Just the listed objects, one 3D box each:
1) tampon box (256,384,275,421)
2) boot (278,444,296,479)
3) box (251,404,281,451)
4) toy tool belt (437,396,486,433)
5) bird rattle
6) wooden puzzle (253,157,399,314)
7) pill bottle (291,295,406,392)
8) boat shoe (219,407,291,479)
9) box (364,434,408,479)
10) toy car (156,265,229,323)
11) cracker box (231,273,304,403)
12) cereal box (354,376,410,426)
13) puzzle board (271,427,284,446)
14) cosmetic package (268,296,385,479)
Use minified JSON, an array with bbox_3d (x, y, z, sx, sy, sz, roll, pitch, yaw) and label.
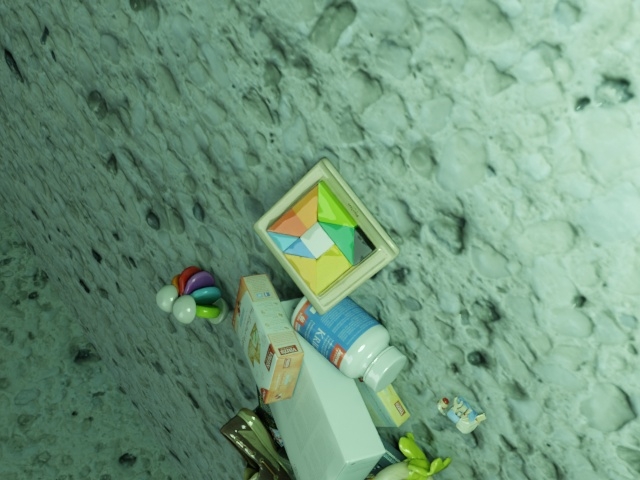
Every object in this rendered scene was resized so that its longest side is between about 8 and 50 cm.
[{"bbox_3d":[-0.060,0.395,1.842,0.161,0.120,0.101,33,142,33],"label":"tampon box"},{"bbox_3d":[-0.016,0.626,1.906,0.190,0.076,0.208,18,131,47],"label":"boot"},{"bbox_3d":[-0.046,0.554,2.022,0.322,0.079,0.257,51,151,8],"label":"box"},{"bbox_3d":[0.263,0.314,1.390,0.083,0.052,0.051,44,117,13],"label":"toy tool belt"},{"bbox_3d":[0.188,0.543,1.578,0.143,0.207,0.253,-145,41,-62],"label":"bird rattle"},{"bbox_3d":[0.000,0.000,1.376,0.221,0.044,0.239,52,126,5],"label":"wooden puzzle"},{"bbox_3d":[0.058,0.193,1.477,0.221,0.124,0.124,39,146,26],"label":"pill bottle"},{"bbox_3d":[-0.162,0.633,2.064,0.123,0.123,0.341,-14,108,58],"label":"boat shoe"},{"bbox_3d":[0.102,0.505,1.735,0.183,0.059,0.232,38,153,0],"label":"box"},{"bbox_3d":[-0.330,0.141,1.983,0.182,0.159,0.136,24,101,43],"label":"toy car"},{"bbox_3d":[-0.117,0.206,1.591,0.232,0.067,0.155,60,147,39],"label":"cracker box"},{"bbox_3d":[0.078,0.331,1.658,0.173,0.047,0.240,59,149,-5],"label":"cereal box"},{"bbox_3d":[-0.075,0.541,1.966,0.128,0.011,0.096,-9,112,57],"label":"puzzle board"},{"bbox_3d":[-0.016,0.354,1.608,0.377,0.098,0.284,65,148,32],"label":"cosmetic package"}]
